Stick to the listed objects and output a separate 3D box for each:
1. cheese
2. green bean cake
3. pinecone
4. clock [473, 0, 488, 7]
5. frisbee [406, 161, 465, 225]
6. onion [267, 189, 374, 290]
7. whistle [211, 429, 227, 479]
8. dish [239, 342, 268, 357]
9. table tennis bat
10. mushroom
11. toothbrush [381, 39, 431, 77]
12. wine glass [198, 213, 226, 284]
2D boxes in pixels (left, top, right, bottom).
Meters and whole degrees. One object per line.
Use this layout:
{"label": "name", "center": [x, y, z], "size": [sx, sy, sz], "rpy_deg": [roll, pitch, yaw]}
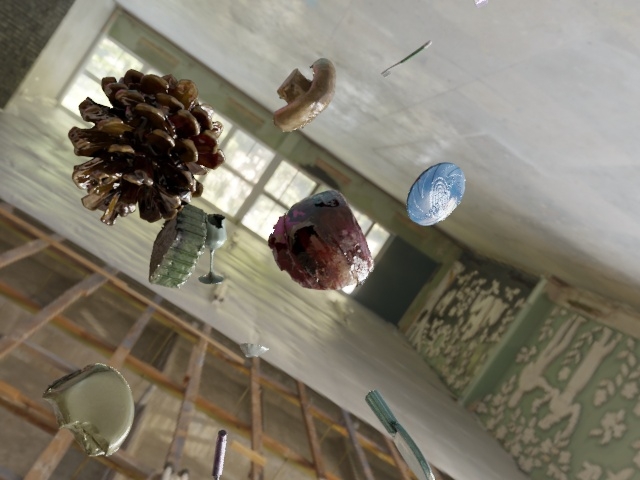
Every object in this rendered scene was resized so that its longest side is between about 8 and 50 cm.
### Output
{"label": "cheese", "center": [-0.500, 0.379, 1.402], "size": [0.175, 0.091, 0.203], "rpy_deg": [-24, -94, -45]}
{"label": "green bean cake", "center": [-0.356, 0.014, 1.584], "size": [0.094, 0.181, 0.173], "rpy_deg": [22, -151, -24]}
{"label": "pinecone", "center": [-0.418, -0.186, 1.466], "size": [0.384, 0.384, 0.384], "rpy_deg": [34, -179, -1]}
{"label": "clock", "center": [0.352, -0.663, 1.557], "size": [0.198, 0.064, 0.172], "rpy_deg": [57, -158, -24]}
{"label": "frisbee", "center": [0.404, -0.152, 2.160], "size": [0.242, 0.242, 0.045], "rpy_deg": [33, -169, -41]}
{"label": "onion", "center": [0.000, 0.000, 1.816], "size": [0.146, 0.280, 0.314], "rpy_deg": [103, 143, -72]}
{"label": "whistle", "center": [-0.313, 0.667, 1.946], "size": [0.033, 0.177, 0.033], "rpy_deg": [9, -165, -2]}
{"label": "dish", "center": [-0.247, 0.395, 2.237], "size": [0.091, 0.039, 0.137], "rpy_deg": [19, 158, -23]}
{"label": "table tennis bat", "center": [0.175, 0.432, 1.382], "size": [0.237, 0.038, 0.149], "rpy_deg": [54, 166, 27]}
{"label": "mushroom", "center": [-0.025, -0.456, 1.931], "size": [0.156, 0.286, 0.151], "rpy_deg": [41, 161, -23]}
{"label": "toothbrush", "center": [0.284, -0.603, 2.096], "size": [0.024, 0.018, 0.257], "rpy_deg": [41, 151, -16]}
{"label": "wine glass", "center": [-0.313, 0.023, 1.823], "size": [0.079, 0.196, 0.079], "rpy_deg": [4, -163, -1]}
